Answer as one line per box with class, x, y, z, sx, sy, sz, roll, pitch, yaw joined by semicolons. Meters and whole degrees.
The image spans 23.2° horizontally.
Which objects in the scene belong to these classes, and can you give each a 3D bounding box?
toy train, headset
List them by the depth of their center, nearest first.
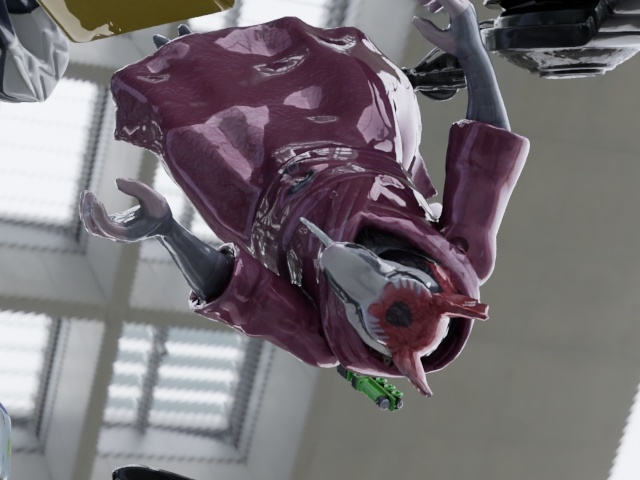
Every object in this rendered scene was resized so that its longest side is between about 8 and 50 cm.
headset;0.141;-0.218;1.146;0.185;0.243;0.394;-3;-25;-18
toy train;0.040;0.119;1.294;0.023;0.083;0.017;-5;-66;-29

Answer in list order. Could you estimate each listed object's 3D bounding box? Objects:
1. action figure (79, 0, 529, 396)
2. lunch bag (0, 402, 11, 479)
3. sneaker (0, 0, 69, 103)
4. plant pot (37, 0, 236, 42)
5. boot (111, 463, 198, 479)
action figure;0.000;0.000;0.928;0.248;0.370;0.276;-22;-55;-7
lunch bag;-0.343;0.158;1.148;0.219;0.176;0.090;-1;-105;-5
sneaker;-0.280;-0.193;1.055;0.153;0.094;0.235;0;-41;22
plant pot;-0.086;-0.141;0.630;0.081;0.081;0.083;-9;-25;22
boot;-0.131;0.219;0.841;0.338;0.118;0.223;48;-129;-53
